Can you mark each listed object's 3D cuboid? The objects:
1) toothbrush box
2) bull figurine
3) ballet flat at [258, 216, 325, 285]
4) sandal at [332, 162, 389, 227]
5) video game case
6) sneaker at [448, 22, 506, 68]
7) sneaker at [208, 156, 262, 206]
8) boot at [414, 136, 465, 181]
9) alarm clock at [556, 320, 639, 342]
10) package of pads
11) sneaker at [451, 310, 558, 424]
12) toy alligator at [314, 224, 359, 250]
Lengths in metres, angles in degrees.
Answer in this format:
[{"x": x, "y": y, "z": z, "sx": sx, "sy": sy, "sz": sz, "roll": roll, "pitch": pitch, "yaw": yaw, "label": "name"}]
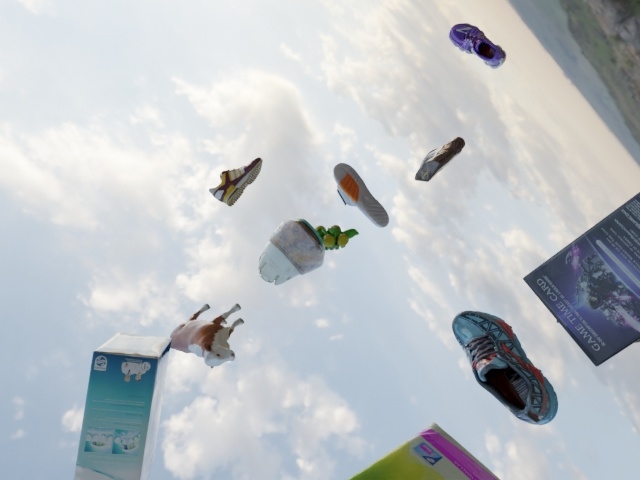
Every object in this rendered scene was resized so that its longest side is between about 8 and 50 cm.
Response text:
[{"x": -0.398, "y": 0.356, "z": 1.082, "sx": 0.126, "sy": 0.295, "sz": 0.216, "roll": 7, "pitch": 179, "yaw": -9, "label": "toothbrush box"}, {"x": -0.320, "y": 0.268, "z": 1.512, "sx": 0.188, "sy": 0.310, "sz": 0.101, "roll": -41, "pitch": -64, "yaw": -36, "label": "bull figurine"}, {"x": -0.066, "y": 0.037, "z": 0.994, "sx": 0.107, "sy": 0.106, "sz": 0.316, "roll": 47, "pitch": 168, "yaw": 1, "label": "ballet flat"}, {"x": 0.119, "y": -0.137, "z": 1.772, "sx": 0.102, "sy": 0.076, "sz": 0.265, "roll": -36, "pitch": -93, "yaw": -38, "label": "sandal"}, {"x": 0.527, "y": 0.059, "z": 0.915, "sx": 0.026, "sy": 0.274, "sz": 0.196, "roll": 22, "pitch": -149, "yaw": -57, "label": "video game case"}, {"x": 0.393, "y": -0.500, "z": 1.330, "sx": 0.170, "sy": 0.068, "sz": 0.071, "roll": 42, "pitch": -158, "yaw": 24, "label": "sneaker"}, {"x": -0.236, "y": -0.184, "z": 1.494, "sx": 0.084, "sy": 0.069, "sz": 0.185, "roll": 31, "pitch": -122, "yaw": 6, "label": "sneaker"}, {"x": 0.175, "y": -0.115, "z": 0.854, "sx": 0.037, "sy": 0.106, "sz": 0.114, "roll": 45, "pitch": -131, "yaw": 1, "label": "boot"}, {"x": 0.584, "y": 0.165, "z": 1.044, "sx": 0.129, "sy": 0.192, "sz": 0.064, "roll": 4, "pitch": -86, "yaw": -46, "label": "alarm clock"}, {"x": 0.183, "y": 0.443, "z": 0.847, "sx": 0.296, "sy": 0.101, "sz": 0.229, "roll": -6, "pitch": -144, "yaw": -48, "label": "package of pads"}, {"x": 0.335, "y": 0.225, "z": 1.003, "sx": 0.125, "sy": 0.104, "sz": 0.262, "roll": 19, "pitch": -155, "yaw": -45, "label": "sneaker"}, {"x": 0.000, "y": 0.000, "z": 1.216, "sx": 0.189, "sy": 0.051, "sz": 0.056, "roll": -3, "pitch": -149, "yaw": -25, "label": "toy alligator"}]
